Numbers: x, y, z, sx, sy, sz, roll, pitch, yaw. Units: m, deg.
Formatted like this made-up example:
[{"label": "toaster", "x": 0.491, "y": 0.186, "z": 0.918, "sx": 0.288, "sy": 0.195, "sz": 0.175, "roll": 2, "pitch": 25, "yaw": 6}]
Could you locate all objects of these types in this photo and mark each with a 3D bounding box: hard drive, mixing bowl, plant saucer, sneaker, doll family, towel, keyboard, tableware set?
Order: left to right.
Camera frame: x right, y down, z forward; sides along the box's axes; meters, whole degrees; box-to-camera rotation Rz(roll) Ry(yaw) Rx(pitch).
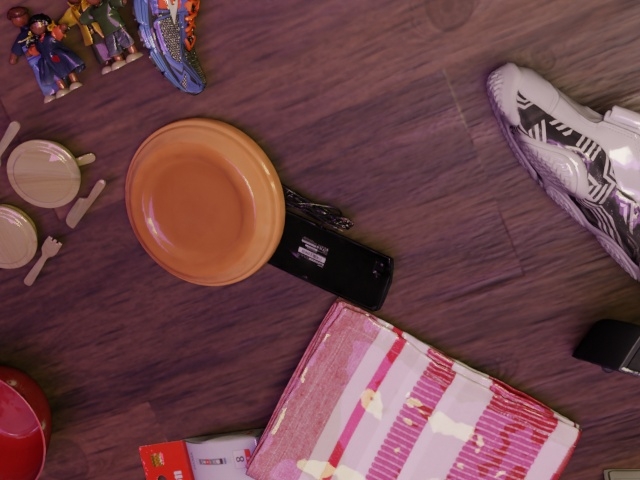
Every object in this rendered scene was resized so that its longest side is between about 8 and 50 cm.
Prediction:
[{"label": "mixing bowl", "x": -0.411, "y": 0.226, "z": 1.240, "sx": 0.181, "sy": 0.098, "sz": 0.181, "roll": 3, "pitch": 108, "yaw": 10}, {"label": "tableware set", "x": -0.353, "y": -0.047, "z": 1.178, "sx": 0.128, "sy": 0.039, "sz": 0.194, "roll": 35, "pitch": 116, "yaw": -13}, {"label": "doll family", "x": -0.281, "y": -0.228, "z": 1.089, "sx": 0.193, "sy": 0.076, "sz": 0.111, "roll": -22, "pitch": 106, "yaw": 20}, {"label": "sneaker", "x": -0.158, "y": -0.264, "z": 1.052, "sx": 0.087, "sy": 0.083, "sz": 0.221, "roll": -14, "pitch": 108, "yaw": 4}, {"label": "plant saucer", "x": -0.139, "y": -0.039, "z": 1.122, "sx": 0.200, "sy": 0.037, "sz": 0.200, "roll": 6, "pitch": 109, "yaw": 17}, {"label": "keyboard", "x": 0.000, "y": 0.000, "z": 1.126, "sx": 0.192, "sy": 0.038, "sz": 0.100, "roll": 25, "pitch": 117, "yaw": 12}, {"label": "towel", "x": 0.108, "y": 0.243, "z": 1.137, "sx": 0.329, "sy": 0.037, "sz": 0.237, "roll": 28, "pitch": 92, "yaw": 2}, {"label": "sneaker", "x": 0.348, "y": -0.085, "z": 0.979, "sx": 0.210, "sy": 0.137, "sz": 0.366, "roll": -43, "pitch": 77, "yaw": 2}, {"label": "hard drive", "x": 0.353, "y": 0.125, "z": 0.984, "sx": 0.172, "sy": 0.254, "sz": 0.054, "roll": 17, "pitch": 88, "yaw": 6}]

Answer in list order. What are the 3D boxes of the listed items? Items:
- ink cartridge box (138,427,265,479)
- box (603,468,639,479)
[{"label": "ink cartridge box", "x": -0.140, "y": 0.319, "z": 1.234, "sx": 0.179, "sy": 0.045, "sz": 0.145, "roll": -11, "pitch": 96, "yaw": 13}, {"label": "box", "x": 0.391, "y": 0.346, "z": 1.016, "sx": 0.169, "sy": 0.290, "sz": 0.087, "roll": -3, "pitch": 106, "yaw": 13}]
